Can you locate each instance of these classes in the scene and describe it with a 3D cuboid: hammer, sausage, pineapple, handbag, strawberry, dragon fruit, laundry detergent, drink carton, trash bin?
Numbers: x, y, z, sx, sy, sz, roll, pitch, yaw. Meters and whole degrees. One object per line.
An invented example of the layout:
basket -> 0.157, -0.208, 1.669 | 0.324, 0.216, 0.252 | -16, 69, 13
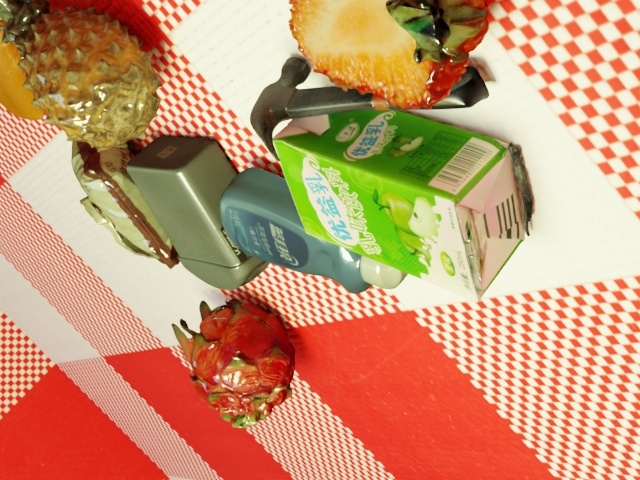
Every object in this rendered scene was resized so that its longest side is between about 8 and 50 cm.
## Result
hammer -> 0.042, -0.146, 1.109 | 0.289, 0.137, 0.037 | 2, 142, 41
sausage -> -0.499, -0.288, 1.663 | 0.098, 0.098, 0.238 | 24, 151, 34
pineapple -> -0.354, -0.267, 1.442 | 0.361, 0.175, 0.175 | 47, 160, 30
handbag -> -0.314, -0.078, 1.677 | 0.235, 0.127, 0.213 | 62, 175, -36
strawberry -> 0.066, -0.217, 0.975 | 0.188, 0.106, 0.286 | 55, 165, -15
dragon fruit -> -0.141, 0.194, 1.812 | 0.193, 0.192, 0.274 | -49, 47, 30
laundry detergent -> 0.000, 0.000, 1.403 | 0.289, 0.094, 0.143 | 22, 144, 36
drink carton -> 0.091, -0.052, 1.180 | 0.271, 0.108, 0.161 | 23, 146, 37
trash bin -> -0.168, -0.038, 1.582 | 0.176, 0.101, 0.236 | 11, 138, 50
